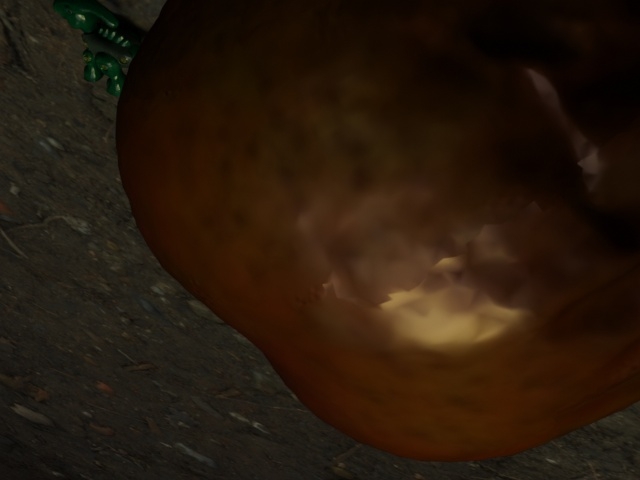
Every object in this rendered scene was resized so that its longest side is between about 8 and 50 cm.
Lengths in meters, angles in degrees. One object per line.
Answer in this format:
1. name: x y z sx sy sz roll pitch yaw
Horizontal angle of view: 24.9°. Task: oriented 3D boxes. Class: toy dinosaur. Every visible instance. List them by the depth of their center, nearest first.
1. toy dinosaur: -0.210 -0.199 1.448 0.132 0.059 0.096 23 149 27

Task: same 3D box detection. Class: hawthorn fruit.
1. hawthorn fruit: 0.113 -0.096 0.908 0.472 0.471 0.471 21 153 11
